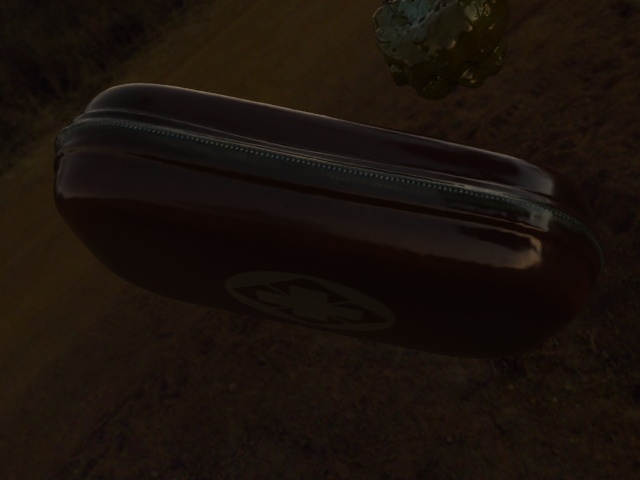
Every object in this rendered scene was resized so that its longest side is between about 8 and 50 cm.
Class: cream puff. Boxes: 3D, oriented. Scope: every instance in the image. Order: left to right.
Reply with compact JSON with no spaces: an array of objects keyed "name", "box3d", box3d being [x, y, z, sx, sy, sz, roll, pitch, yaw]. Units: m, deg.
[{"name":"cream puff","box3d":[0.199,-0.307,1.022,0.221,0.195,0.195,-23,31,40]}]

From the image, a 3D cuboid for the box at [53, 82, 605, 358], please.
[{"name":"box","box3d":[0.000,0.000,0.518,0.404,0.263,0.108,11,69,5]}]
